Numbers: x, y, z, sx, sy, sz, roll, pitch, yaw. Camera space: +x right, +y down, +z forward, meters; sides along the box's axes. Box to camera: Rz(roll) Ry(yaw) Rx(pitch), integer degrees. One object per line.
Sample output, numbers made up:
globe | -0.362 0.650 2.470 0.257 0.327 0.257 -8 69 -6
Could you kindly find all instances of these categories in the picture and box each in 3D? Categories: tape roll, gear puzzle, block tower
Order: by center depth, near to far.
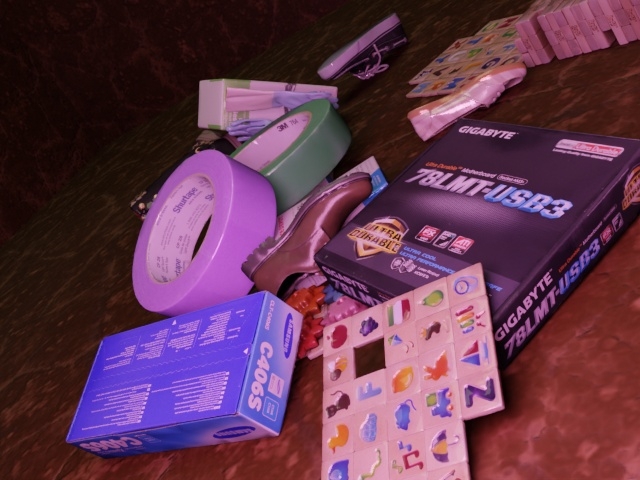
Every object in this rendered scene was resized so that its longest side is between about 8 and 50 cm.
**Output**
gear puzzle | -0.070 0.128 1.071 0.339 0.044 0.175 -29 22 16
tape roll | -0.191 -0.004 1.240 0.275 0.090 0.274 -28 50 40
block tower | 0.470 -0.372 1.251 0.097 0.091 0.335 -48 24 -27
tape roll | -0.091 -0.139 1.450 0.321 0.077 0.321 -32 22 15

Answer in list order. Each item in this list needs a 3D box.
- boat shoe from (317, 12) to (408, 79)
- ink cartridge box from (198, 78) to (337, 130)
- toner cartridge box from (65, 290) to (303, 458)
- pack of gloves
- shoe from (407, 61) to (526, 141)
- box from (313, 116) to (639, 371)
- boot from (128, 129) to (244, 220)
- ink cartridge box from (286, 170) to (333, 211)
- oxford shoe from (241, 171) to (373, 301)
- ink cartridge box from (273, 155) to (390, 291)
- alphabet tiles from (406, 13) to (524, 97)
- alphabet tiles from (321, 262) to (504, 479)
boat shoe | 0.116 -0.468 1.957 0.113 0.105 0.306 -16 22 49
ink cartridge box | -0.123 -0.304 1.767 0.273 0.114 0.198 0 9 -24
toner cartridge box | -0.186 0.186 1.019 0.348 0.075 0.165 -18 48 38
pack of gloves | -0.081 -0.267 1.597 0.195 0.232 0.046 109 162 -65
shoe | 0.262 -0.243 1.350 0.219 0.058 0.076 -24 -7 16
box | 0.183 -0.020 0.898 0.293 0.073 0.296 -45 34 -16
boot | -0.289 -0.123 1.798 0.284 0.138 0.377 -44 30 -10
ink cartridge box | -0.030 -0.134 1.534 0.104 0.060 0.180 -30 22 16
oxford shoe | 0.000 0.000 1.068 0.227 0.096 0.083 -46 -23 15
ink cartridge box | 0.027 -0.026 1.192 0.203 0.086 0.148 -32 22 8
alphabet tiles | 0.334 -0.387 1.590 0.285 0.011 0.342 -42 22 -17
alphabet tiles | 0.081 0.151 0.736 0.198 0.009 0.237 -26 44 29
